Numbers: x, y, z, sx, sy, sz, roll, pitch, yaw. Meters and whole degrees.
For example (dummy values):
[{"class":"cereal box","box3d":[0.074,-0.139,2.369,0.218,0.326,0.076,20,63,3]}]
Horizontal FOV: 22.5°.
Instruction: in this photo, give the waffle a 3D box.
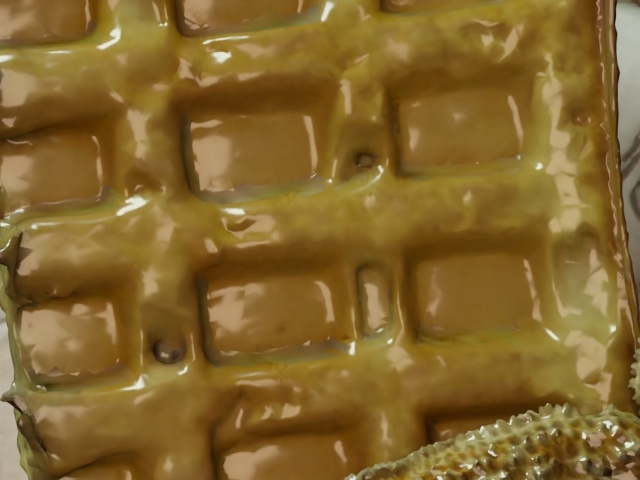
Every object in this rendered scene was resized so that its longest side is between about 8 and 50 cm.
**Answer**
[{"class":"waffle","box3d":[0.000,0.000,0.722,0.304,0.077,0.348,-6,88,-9]}]

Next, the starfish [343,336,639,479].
[{"class":"starfish","box3d":[0.120,0.108,0.658,0.293,0.084,0.301,-34,97,-11]}]
